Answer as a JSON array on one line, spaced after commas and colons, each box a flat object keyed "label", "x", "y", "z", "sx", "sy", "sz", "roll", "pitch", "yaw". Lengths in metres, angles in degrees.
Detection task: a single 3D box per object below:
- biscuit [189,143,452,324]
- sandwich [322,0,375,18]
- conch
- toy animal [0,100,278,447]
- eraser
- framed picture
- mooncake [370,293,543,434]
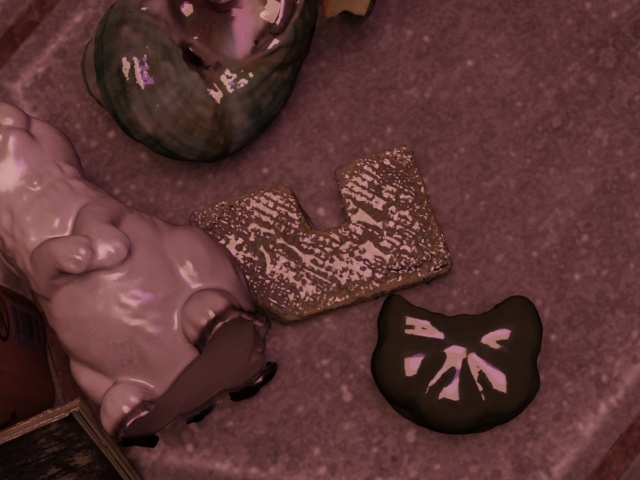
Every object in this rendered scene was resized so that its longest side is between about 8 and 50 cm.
[{"label": "biscuit", "x": 0.000, "y": 0.000, "z": 1.354, "sx": 0.250, "sy": 0.046, "sz": 0.147, "roll": -17, "pitch": 80, "yaw": -1}, {"label": "sandwich", "x": 0.062, "y": -0.339, "z": 1.379, "sx": 0.063, "sy": 0.245, "sz": 0.212, "roll": 22, "pitch": 116, "yaw": 2}, {"label": "conch", "x": -0.132, "y": -0.188, "z": 1.333, "sx": 0.277, "sy": 0.195, "sz": 0.220, "roll": -7, "pitch": 99, "yaw": 31}, {"label": "toy animal", "x": -0.215, "y": 0.020, "z": 1.279, "sx": 0.194, "sy": 0.258, "sz": 0.357, "roll": -44, "pitch": 70, "yaw": -4}, {"label": "eraser", "x": -0.329, "y": 0.102, "z": 1.225, "sx": 0.087, "sy": 0.290, "sz": 0.171, "roll": -13, "pitch": 80, "yaw": 1}, {"label": "framed picture", "x": -0.262, "y": 0.224, "z": 1.264, "sx": 0.142, "sy": 0.183, "sz": 0.011, "roll": -23, "pitch": 52, "yaw": -2}, {"label": "mooncake", "x": 0.136, "y": 0.109, "z": 1.303, "sx": 0.175, "sy": 0.104, "sz": 0.168, "roll": -29, "pitch": 74, "yaw": -6}]
